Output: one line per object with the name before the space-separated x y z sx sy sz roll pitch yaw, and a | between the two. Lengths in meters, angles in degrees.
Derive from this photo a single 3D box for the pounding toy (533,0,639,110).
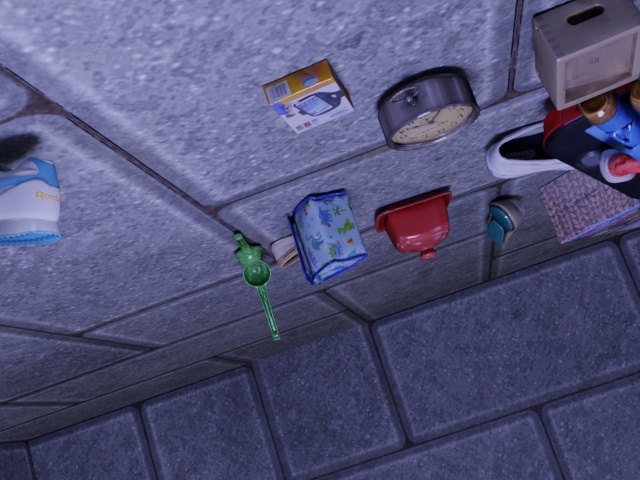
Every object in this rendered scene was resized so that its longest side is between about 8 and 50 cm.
pounding toy | 0.340 -0.249 1.024 0.141 0.100 0.130 -22 152 5

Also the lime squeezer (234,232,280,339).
lime squeezer | -0.134 0.061 1.595 0.058 0.110 0.310 -4 137 10

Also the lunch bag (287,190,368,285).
lunch bag | 0.000 0.000 1.446 0.096 0.129 0.151 -10 166 -25

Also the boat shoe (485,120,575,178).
boat shoe | 0.415 -0.165 1.410 0.258 0.095 0.084 -19 171 -3

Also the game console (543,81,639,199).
game console | 0.575 -0.189 1.261 0.342 0.060 0.386 22 145 -36

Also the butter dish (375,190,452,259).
butter dish | 0.201 -0.017 1.664 0.159 0.118 0.160 -19 166 -2

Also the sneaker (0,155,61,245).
sneaker | -0.382 -0.042 0.891 0.228 0.092 0.087 -1 173 14

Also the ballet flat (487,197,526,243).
ballet flat | 0.439 -0.059 1.929 0.086 0.086 0.248 -18 168 0

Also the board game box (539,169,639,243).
board game box | 0.697 -0.115 1.874 0.290 0.141 0.232 -9 164 -33

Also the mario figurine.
mario figurine | 0.487 -0.158 1.174 0.320 0.198 0.170 35 91 -40

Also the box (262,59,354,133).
box | -0.009 -0.168 0.991 0.081 0.028 0.136 -21 164 11

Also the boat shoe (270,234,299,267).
boat shoe | -0.014 0.007 1.601 0.170 0.059 0.063 -23 166 20

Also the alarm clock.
alarm clock | 0.134 -0.174 1.073 0.129 0.064 0.192 -23 168 20
